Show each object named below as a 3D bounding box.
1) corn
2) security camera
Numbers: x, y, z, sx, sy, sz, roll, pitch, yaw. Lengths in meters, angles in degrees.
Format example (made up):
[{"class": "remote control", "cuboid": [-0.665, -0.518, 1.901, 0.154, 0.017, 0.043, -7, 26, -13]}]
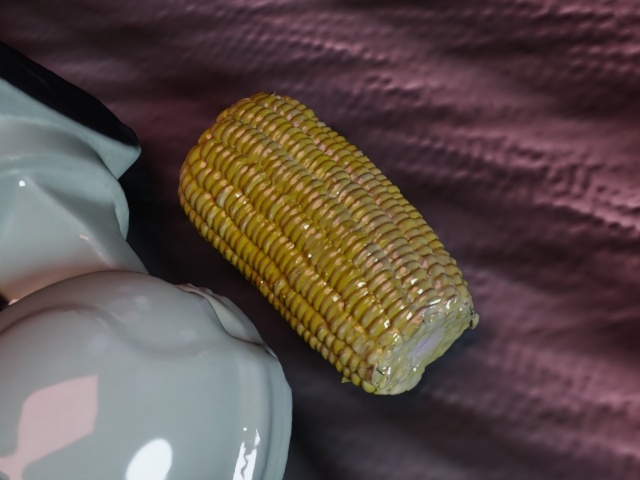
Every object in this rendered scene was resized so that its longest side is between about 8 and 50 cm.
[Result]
[{"class": "corn", "cuboid": [0.000, 0.000, 0.566, 0.085, 0.063, 0.165, -41, 59, -2]}, {"class": "security camera", "cuboid": [-0.132, 0.056, 0.533, 0.191, 0.197, 0.277, -46, 66, 6]}]
